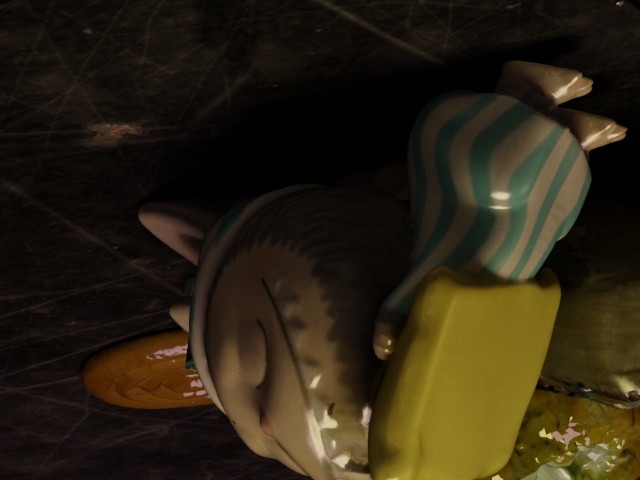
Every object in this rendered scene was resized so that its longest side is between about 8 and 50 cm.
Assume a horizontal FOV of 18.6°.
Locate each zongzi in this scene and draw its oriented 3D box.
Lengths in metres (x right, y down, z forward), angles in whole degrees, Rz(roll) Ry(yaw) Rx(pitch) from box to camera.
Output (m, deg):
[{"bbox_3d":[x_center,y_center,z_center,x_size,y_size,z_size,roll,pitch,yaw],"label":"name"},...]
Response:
[{"bbox_3d":[0.316,0.050,1.783,0.393,0.174,0.356,-3,-174,-26],"label":"zongzi"}]

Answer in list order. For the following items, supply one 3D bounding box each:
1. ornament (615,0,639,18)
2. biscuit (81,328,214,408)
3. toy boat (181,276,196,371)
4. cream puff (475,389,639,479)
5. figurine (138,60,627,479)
[{"bbox_3d":[0.289,-0.203,1.252,0.203,0.088,0.081,-18,161,23],"label":"ornament"},{"bbox_3d":[-0.140,0.147,2.191,0.262,0.037,0.262,-8,161,-3],"label":"biscuit"},{"bbox_3d":[-0.038,0.060,1.885,0.246,0.093,0.103,-21,137,33],"label":"toy boat"},{"bbox_3d":[0.220,0.192,2.187,0.270,0.274,0.323,-39,149,-18],"label":"cream puff"},{"bbox_3d":[0.000,0.000,1.587,0.377,0.361,0.266,21,171,26],"label":"figurine"}]
